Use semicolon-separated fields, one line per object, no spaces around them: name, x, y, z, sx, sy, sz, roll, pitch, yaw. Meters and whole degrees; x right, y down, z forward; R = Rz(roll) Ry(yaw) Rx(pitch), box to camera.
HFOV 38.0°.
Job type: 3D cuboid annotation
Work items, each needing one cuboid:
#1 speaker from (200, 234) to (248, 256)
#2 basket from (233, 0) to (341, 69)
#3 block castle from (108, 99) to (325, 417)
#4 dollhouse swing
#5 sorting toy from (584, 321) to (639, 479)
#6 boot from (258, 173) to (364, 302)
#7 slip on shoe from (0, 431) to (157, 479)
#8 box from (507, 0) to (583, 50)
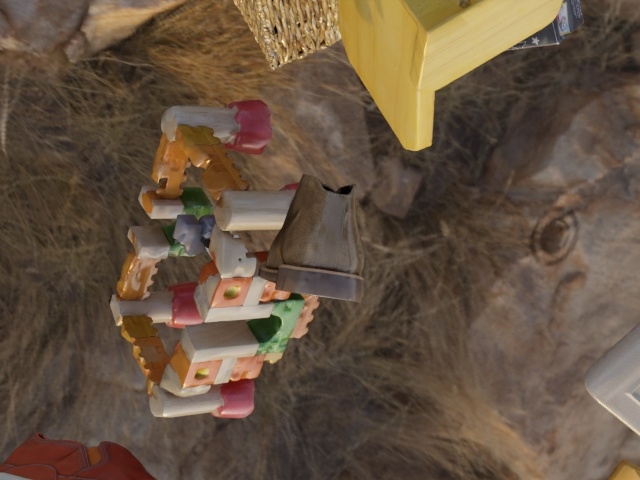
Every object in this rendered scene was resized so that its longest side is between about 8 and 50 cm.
speaker;-0.142;0.022;1.459;0.055;0.055;0.136;-43;150;-10
basket;-0.054;-0.489;1.604;0.213;0.223;0.299;-26;157;-6
block castle;-0.148;0.037;1.444;0.212;0.303;0.453;-1;129;-34
dollhouse swing;0.181;-0.363;1.367;0.315;0.347;0.305;-30;148;3
sorting toy;0.358;0.121;0.817;0.196;0.047;0.348;40;109;-10
boot;0.000;0.000;0.953;0.112;0.305;0.115;8;87;-6
slip on shoe;-0.221;0.260;0.973;0.123;0.331;0.101;57;47;-35
box;0.282;-0.402;1.521;0.142;0.247;0.164;-41;123;-49
